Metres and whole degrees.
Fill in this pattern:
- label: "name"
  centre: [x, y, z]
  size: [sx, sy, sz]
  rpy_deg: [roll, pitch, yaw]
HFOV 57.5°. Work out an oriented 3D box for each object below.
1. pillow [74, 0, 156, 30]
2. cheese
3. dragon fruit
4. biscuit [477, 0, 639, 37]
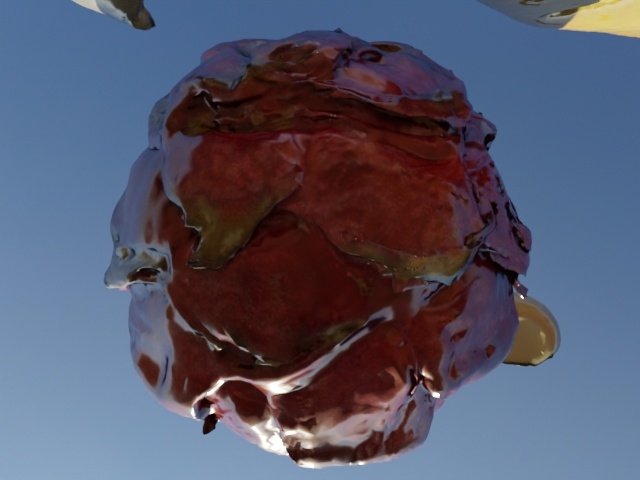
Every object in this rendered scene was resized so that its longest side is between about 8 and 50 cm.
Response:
- label: "pillow"
  centre: [-0.105, -0.231, 0.285]
  size: [0.169, 0.059, 0.255]
  rpy_deg: [27, -53, -25]
- label: "cheese"
  centre: [0.226, 0.100, 0.748]
  size: [0.171, 0.048, 0.092]
  rpy_deg: [24, -61, -3]
- label: "dragon fruit"
  centre: [-0.001, -0.002, 0.449]
  size: [0.328, 0.329, 0.330]
  rpy_deg: [2, -81, 14]
- label: "biscuit"
  centre: [0.201, -0.156, 0.329]
  size: [0.259, 0.203, 0.041]
  rpy_deg: [1, -87, -2]
